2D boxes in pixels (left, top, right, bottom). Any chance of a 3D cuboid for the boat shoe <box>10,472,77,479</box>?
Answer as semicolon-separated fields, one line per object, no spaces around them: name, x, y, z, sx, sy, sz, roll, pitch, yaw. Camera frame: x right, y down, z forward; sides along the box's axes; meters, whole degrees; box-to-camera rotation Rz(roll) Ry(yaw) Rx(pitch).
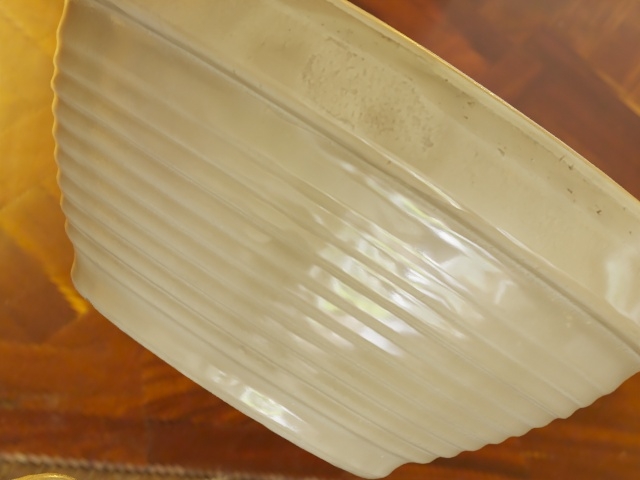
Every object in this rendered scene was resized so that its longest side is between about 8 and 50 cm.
boat shoe;-0.082;0.103;0.313;0.050;0.045;0.135;29;53;-15

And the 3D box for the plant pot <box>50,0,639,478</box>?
plant pot;0.000;0.000;0.504;0.237;0.237;0.109;32;89;-2
